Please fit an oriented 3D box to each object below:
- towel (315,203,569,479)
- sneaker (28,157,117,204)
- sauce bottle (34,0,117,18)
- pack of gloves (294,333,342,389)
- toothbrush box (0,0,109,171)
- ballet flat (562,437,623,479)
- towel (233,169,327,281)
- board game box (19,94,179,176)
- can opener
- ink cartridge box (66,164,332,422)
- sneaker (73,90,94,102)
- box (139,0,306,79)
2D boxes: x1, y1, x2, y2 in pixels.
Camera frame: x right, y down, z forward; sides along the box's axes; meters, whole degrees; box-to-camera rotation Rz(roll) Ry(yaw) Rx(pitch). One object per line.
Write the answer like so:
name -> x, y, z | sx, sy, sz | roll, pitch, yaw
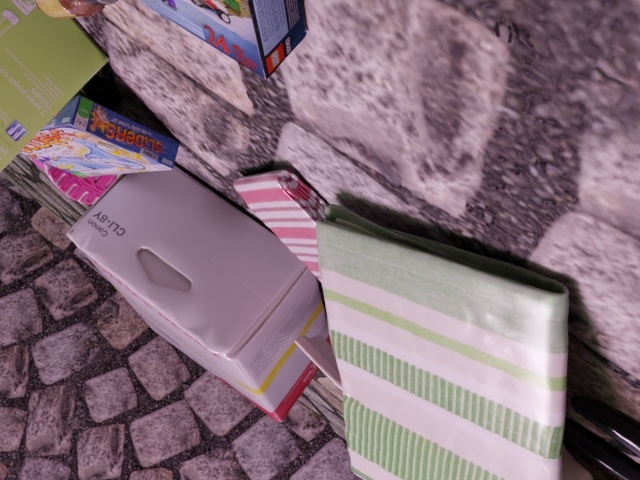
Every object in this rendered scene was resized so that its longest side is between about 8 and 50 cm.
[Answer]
towel -> 0.105, 0.139, 0.675 | 0.248, 0.038, 0.325 | 20, 131, 41
sneaker -> -0.393, -0.160, 1.107 | 0.111, 0.103, 0.252 | 23, 152, 56
sauce bottle -> -0.197, -0.204, 0.625 | 0.128, 0.042, 0.042 | 17, 154, 49
pack of gloves -> 0.095, 0.185, 0.967 | 0.232, 0.046, 0.195 | 44, -167, 17
toothbrush box -> -0.390, -0.139, 0.793 | 0.206, 0.283, 0.122 | 19, 155, 49
ballet flat -> 0.240, 0.265, 0.758 | 0.483, 0.164, 0.182 | 39, 156, 14
towel -> 0.000, 0.000, 0.780 | 0.197, 0.029, 0.144 | 47, 163, -18
board game box -> -0.281, -0.116, 0.892 | 0.201, 0.035, 0.136 | 1, 164, 43
can opener -> 0.284, 0.197, 0.638 | 0.186, 0.059, 0.073 | 43, -166, 24
ink cartridge box -> -0.143, 0.083, 1.078 | 0.279, 0.160, 0.384 | 34, 164, 17
sneaker -> -0.283, -0.152, 0.970 | 0.058, 0.052, 0.135 | 7, 154, 45
box -> -0.117, -0.205, 0.431 | 0.233, 0.044, 0.159 | 34, 164, 17
